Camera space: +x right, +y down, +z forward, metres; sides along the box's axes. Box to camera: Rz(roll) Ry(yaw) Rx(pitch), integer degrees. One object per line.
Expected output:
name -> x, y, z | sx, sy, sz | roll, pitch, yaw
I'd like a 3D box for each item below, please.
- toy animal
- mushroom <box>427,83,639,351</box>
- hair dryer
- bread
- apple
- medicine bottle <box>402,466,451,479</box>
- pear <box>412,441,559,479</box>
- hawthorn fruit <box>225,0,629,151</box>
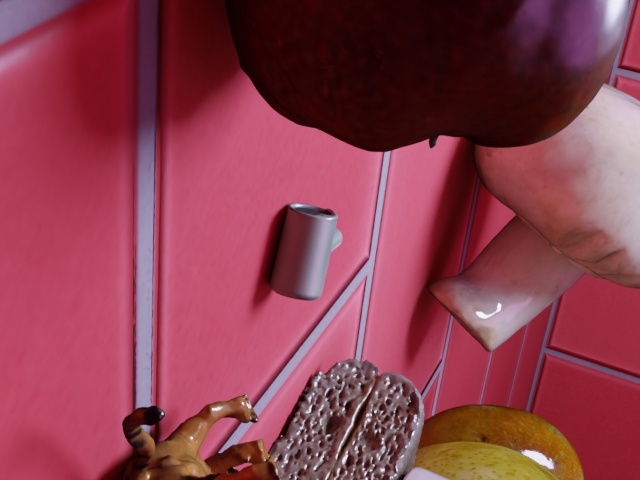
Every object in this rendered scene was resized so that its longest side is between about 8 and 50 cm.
toy animal -> -0.080, 0.145, 0.641 | 0.116, 0.114, 0.255 | -23, 142, -8
mushroom -> 0.290, -0.057, 1.268 | 0.315, 0.356, 0.315 | 168, -90, -75
hair dryer -> 0.000, 0.000, 0.815 | 0.124, 0.038, 0.063 | -34, 139, -72
bread -> -0.009, 0.267, 0.931 | 0.183, 0.102, 0.337 | 87, 28, -49
apple -> 0.215, 0.314, 1.449 | 0.207, 0.237, 0.236 | -127, -127, -82
medicine bottle -> 0.204, 0.306, 0.878 | 0.130, 0.341, 0.130 | -57, 161, -32
pear -> 0.139, 0.338, 1.112 | 0.304, 0.304, 0.303 | 18, 90, -73
hawthorn fruit -> 0.049, -0.166, 0.545 | 0.208, 0.208, 0.248 | -51, 141, -49
